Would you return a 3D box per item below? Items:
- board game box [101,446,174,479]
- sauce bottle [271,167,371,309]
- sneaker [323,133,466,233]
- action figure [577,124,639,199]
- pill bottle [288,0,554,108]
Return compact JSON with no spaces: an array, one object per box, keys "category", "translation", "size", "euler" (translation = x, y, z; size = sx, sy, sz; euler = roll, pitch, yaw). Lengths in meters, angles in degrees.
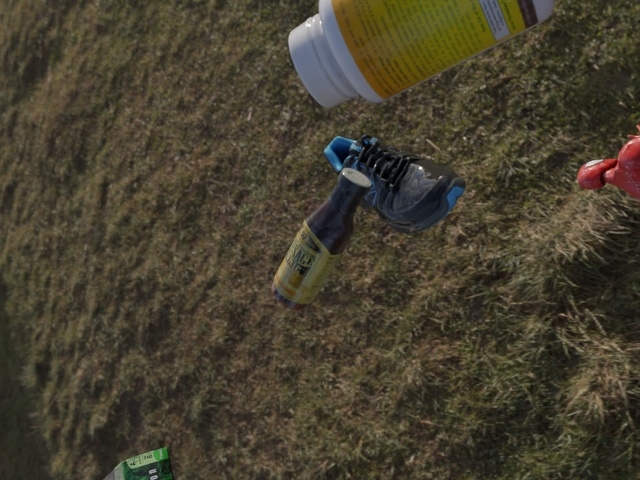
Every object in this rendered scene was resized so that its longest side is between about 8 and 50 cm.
[{"category":"board game box","translation":[-0.129,0.232,0.340],"size":[0.260,0.030,0.136],"euler":[-47,58,49]},{"category":"sauce bottle","translation":[0.000,0.000,0.412],"size":[0.042,0.042,0.128],"euler":[54,128,40]},{"category":"sneaker","translation":[0.109,-0.109,0.883],"size":[0.125,0.139,0.340],"euler":[-51,27,-8]},{"category":"action figure","translation":[0.384,-0.118,0.464],"size":[0.280,0.091,0.139],"euler":[-17,46,41]},{"category":"pill bottle","translation":[0.081,-0.202,0.450],"size":[0.214,0.117,0.117],"euler":[-21,66,27]}]
